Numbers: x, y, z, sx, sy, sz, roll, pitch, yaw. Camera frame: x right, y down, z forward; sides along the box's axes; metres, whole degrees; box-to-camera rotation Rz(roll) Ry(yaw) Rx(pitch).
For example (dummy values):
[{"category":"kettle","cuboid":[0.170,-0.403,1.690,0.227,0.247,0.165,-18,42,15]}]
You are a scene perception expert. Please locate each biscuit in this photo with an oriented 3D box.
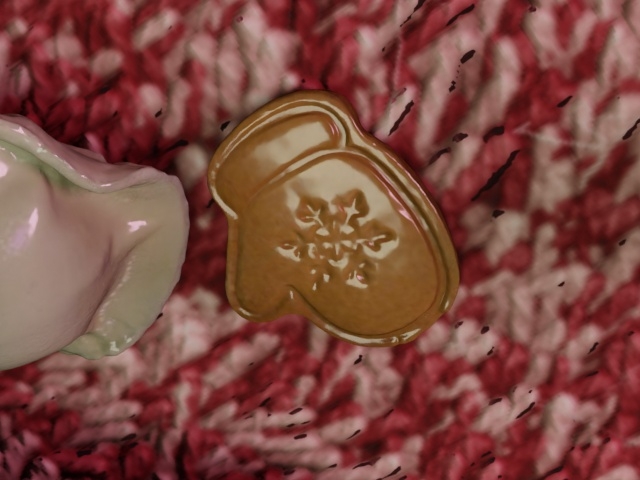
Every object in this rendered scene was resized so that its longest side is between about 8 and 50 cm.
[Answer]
[{"category":"biscuit","cuboid":[0.000,0.001,0.681,0.118,0.023,0.140,-41,105,21]}]

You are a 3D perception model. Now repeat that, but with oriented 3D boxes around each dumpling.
[{"category":"dumpling","cuboid":[-0.128,-0.001,0.657,0.134,0.100,0.169,-9,117,-4]}]
